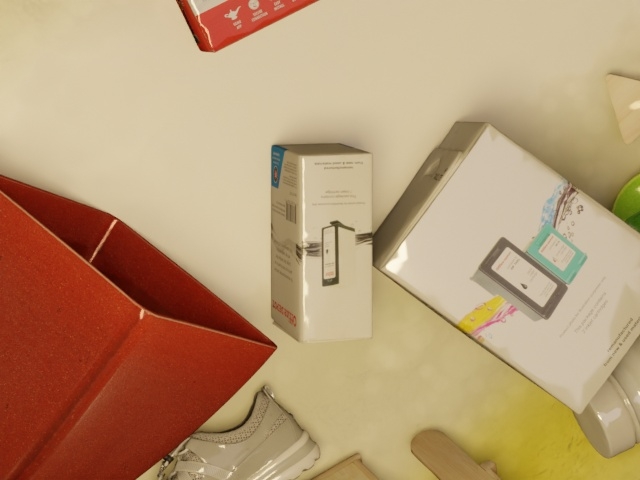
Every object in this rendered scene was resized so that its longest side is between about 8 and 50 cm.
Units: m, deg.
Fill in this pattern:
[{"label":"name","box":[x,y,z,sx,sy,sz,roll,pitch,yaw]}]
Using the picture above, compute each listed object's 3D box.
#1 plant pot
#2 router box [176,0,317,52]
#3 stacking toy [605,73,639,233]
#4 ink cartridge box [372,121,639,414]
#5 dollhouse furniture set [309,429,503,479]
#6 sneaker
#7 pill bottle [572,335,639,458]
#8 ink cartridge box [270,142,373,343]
[{"label":"plant pot","box":[-0.255,0.114,1.742,0.267,0.267,0.235,37,98,28]},{"label":"router box","box":[-0.043,-0.408,1.852,0.335,0.082,0.301,-28,102,-8]},{"label":"stacking toy","box":[0.481,-0.094,2.028,0.280,0.130,0.309,-5,96,14]},{"label":"ink cartridge box","box":[0.214,0.022,1.892,0.270,0.198,0.197,36,90,-7]},{"label":"dollhouse furniture set","box":[0.077,0.434,2.012,0.303,0.174,0.355,-27,132,-21]},{"label":"sneaker","box":[-0.144,0.266,1.920,0.281,0.105,0.115,-31,91,-17]},{"label":"pill bottle","box":[0.409,0.157,2.004,0.229,0.131,0.131,-27,102,-9]},{"label":"ink cartridge box","box":[0.000,0.000,1.881,0.086,0.148,0.203,-3,99,-14]}]
